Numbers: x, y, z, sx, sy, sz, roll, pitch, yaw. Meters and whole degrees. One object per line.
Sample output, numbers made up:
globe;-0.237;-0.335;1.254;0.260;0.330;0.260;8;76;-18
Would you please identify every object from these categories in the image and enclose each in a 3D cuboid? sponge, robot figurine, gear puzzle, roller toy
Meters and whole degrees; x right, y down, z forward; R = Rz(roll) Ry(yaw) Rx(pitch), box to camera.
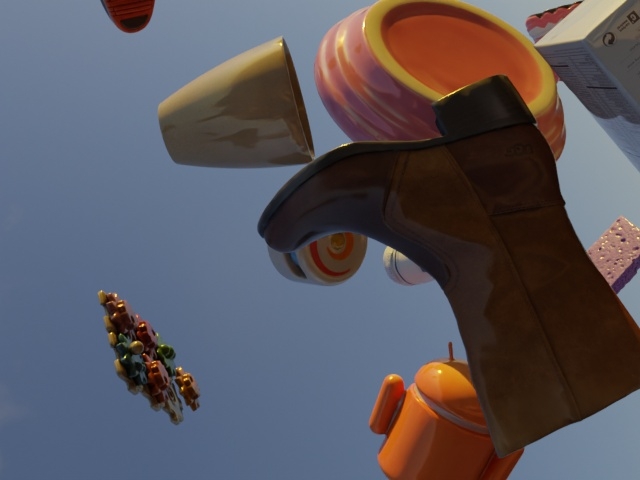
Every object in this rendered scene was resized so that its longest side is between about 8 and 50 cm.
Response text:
sponge;0.550;0.059;1.452;0.031;0.210;0.117;31;-164;-25
robot figurine;0.154;0.240;0.922;0.128;0.219;0.158;16;-167;-40
gear puzzle;-0.264;0.216;1.259;0.339;0.044;0.175;65;180;-57
roller toy;0.000;0.000;1.574;0.209;0.146;0.191;20;-101;-38

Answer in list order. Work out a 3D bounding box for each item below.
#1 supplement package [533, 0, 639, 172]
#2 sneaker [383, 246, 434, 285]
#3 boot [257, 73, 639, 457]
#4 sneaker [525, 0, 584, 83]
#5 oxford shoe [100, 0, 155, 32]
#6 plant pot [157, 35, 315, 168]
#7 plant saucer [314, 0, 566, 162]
supplement package;0.368;-0.146;0.668;0.263;0.199;0.198;48;-168;-6
sneaker;0.206;-0.002;1.015;0.258;0.091;0.094;-28;-77;-33
boot;0.103;0.041;0.628;0.096;0.264;0.280;30;-144;-76
sneaker;0.456;-0.309;1.131;0.116;0.314;0.136;-21;-76;-27
oxford shoe;-0.302;-0.426;1.037;0.097;0.098;0.271;-23;-69;-37
plant pot;-0.172;-0.247;1.487;0.256;0.274;0.256;-13;-90;-85
plant saucer;0.160;-0.202;0.925;0.332;0.084;0.332;11;-133;-12
